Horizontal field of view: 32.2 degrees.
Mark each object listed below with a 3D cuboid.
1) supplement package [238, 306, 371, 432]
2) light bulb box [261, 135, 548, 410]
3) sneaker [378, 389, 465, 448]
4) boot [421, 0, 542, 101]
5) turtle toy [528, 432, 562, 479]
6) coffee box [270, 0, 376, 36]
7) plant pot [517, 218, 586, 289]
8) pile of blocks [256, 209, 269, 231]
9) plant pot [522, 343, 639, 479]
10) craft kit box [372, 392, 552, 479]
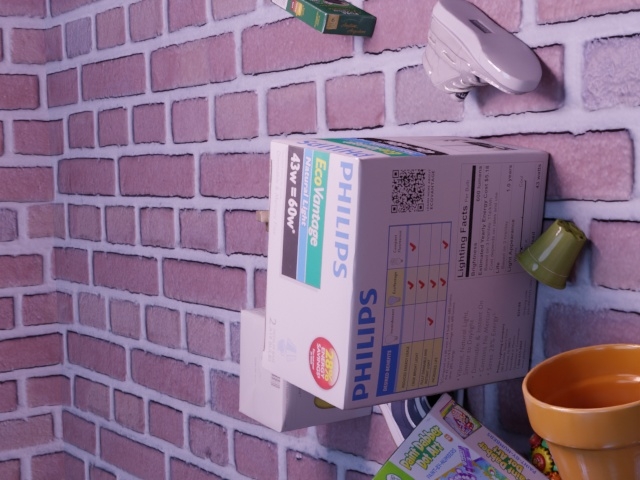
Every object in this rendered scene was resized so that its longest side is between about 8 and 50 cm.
[{"bbox_3d":[-0.024,0.222,2.012,0.149,0.203,0.194,16,107,53],"label":"supplement package"},{"bbox_3d":[0.122,0.031,1.641,0.225,0.361,0.358,17,107,53],"label":"light bulb box"},{"bbox_3d":[0.141,0.222,1.861,0.282,0.099,0.153,59,143,23],"label":"sneaker"},{"bbox_3d":[0.240,-0.261,1.691,0.258,0.095,0.123,-121,36,-45],"label":"boot"},{"bbox_3d":[0.340,0.303,1.614,0.095,0.066,0.130,23,113,52],"label":"turtle toy"},{"bbox_3d":[0.002,-0.413,1.984,0.184,0.113,0.040,39,124,44],"label":"coffee box"},{"bbox_3d":[0.338,0.014,1.587,0.079,0.083,0.083,-58,47,23],"label":"plant pot"},{"bbox_3d":[0.000,0.000,2.000,0.362,0.149,0.112,1,95,55],"label":"pile of blocks"},{"bbox_3d":[0.382,0.261,1.455,0.205,0.205,0.188,9,116,55],"label":"plant pot"},{"bbox_3d":[0.224,0.375,1.669,0.246,0.061,0.250,41,142,11],"label":"craft kit box"}]
